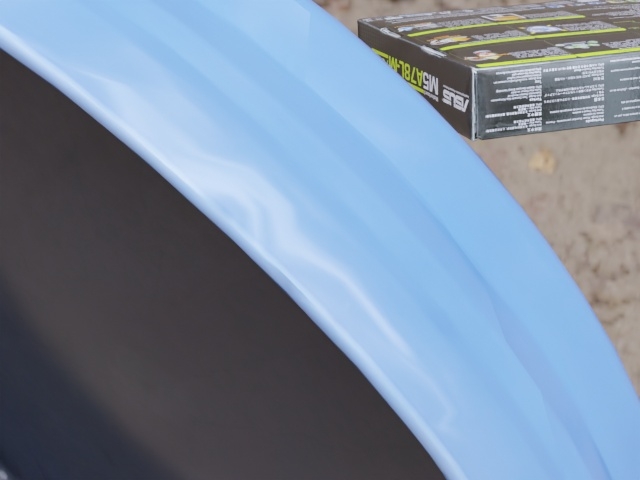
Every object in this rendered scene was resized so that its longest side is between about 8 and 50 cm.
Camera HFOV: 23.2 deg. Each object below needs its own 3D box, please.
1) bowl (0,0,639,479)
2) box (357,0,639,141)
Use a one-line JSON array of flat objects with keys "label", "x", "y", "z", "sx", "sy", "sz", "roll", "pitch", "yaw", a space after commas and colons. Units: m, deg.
[{"label": "bowl", "x": -0.068, "y": 0.059, "z": 0.479, "sx": 0.391, "sy": 0.391, "sz": 0.077, "roll": 30, "pitch": 53, "yaw": 19}, {"label": "box", "x": 0.137, "y": -0.103, "z": 0.881, "sx": 0.190, "sy": 0.045, "sz": 0.184, "roll": -8, "pitch": 20, "yaw": -17}]
